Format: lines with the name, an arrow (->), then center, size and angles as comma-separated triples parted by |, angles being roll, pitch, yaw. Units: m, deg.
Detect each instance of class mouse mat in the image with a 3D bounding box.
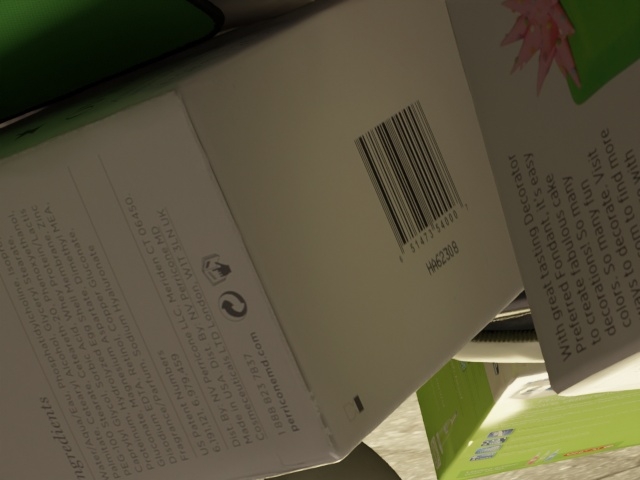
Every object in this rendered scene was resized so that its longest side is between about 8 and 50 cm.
mouse mat -> -0.133, -0.069, 0.618 | 0.153, 0.007, 0.190 | -20, 161, 19

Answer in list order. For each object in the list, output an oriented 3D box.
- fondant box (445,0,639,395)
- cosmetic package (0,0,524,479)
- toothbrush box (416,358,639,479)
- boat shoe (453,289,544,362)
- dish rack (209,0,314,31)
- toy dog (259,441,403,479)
fondant box -> 0.156, -0.124, 0.495 | 0.096, 0.238, 0.330 | -2, 160, -33
cosmetic package -> -0.060, 0.004, 0.755 | 0.225, 0.138, 0.224 | -20, -171, 31
toothbrush box -> 0.179, 0.052, 1.243 | 0.206, 0.122, 0.283 | -11, 163, -9
boat shoe -> 0.000, 0.003, 0.992 | 0.340, 0.127, 0.113 | -1, 138, 10
dish rack -> -0.159, -0.115, 0.581 | 0.333, 0.072, 0.285 | -14, 161, 6
toy dog -> -0.038, 0.137, 1.101 | 0.220, 0.161, 0.333 | 2, -161, 4
